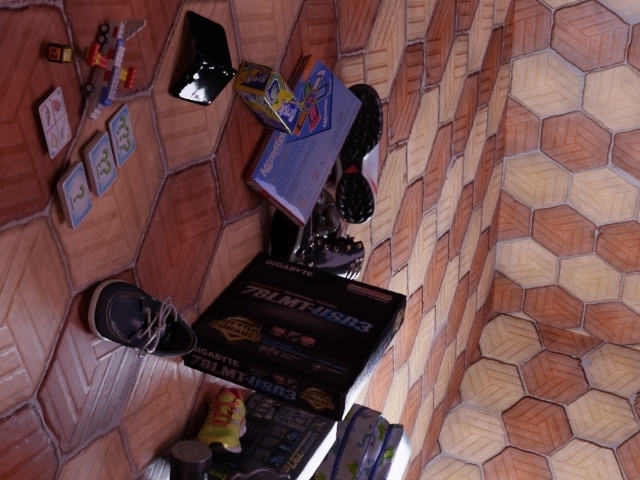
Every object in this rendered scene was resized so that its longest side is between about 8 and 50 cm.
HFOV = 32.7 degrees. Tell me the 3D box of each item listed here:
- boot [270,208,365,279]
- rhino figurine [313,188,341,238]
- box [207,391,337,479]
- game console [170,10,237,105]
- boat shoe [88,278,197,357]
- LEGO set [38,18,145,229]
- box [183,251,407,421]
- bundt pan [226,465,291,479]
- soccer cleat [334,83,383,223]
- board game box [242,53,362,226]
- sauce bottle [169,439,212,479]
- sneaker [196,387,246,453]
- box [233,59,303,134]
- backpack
[{"bbox_3d":[-0.001,0.000,2.058,0.179,0.085,0.236,-12,128,-30],"label":"boot"},{"bbox_3d":[-0.002,-0.057,2.137,0.243,0.073,0.106,74,7,-55],"label":"rhino figurine"},{"bbox_3d":[-0.095,0.392,2.058,0.232,0.183,0.059,-49,148,-54],"label":"box"},{"bbox_3d":[-0.178,-0.262,1.590,0.107,0.071,0.122,-48,165,13],"label":"game console"},{"bbox_3d":[-0.252,0.122,1.565,0.254,0.079,0.095,56,52,-66],"label":"boat shoe"},{"bbox_3d":[-0.271,-0.157,1.341,0.182,0.060,0.244,-62,157,-44],"label":"LEGO set"},{"bbox_3d":[-0.038,0.153,1.865,0.293,0.296,0.073,-50,152,-49],"label":"box"},{"bbox_3d":[-0.116,0.555,1.831,0.331,0.124,0.330,-22,124,-36],"label":"bundt pan"},{"bbox_3d":[0.075,-0.191,2.256,0.116,0.109,0.318,-84,174,-56],"label":"soccer cleat"},{"bbox_3d":[-0.028,-0.180,1.942,0.145,0.027,0.281,42,60,-31],"label":"board game box"},{"bbox_3d":[-0.234,0.507,1.858,0.111,0.111,0.344,-36,139,-62],"label":"sauce bottle"},{"bbox_3d":[-0.175,0.316,1.927,0.208,0.082,0.094,-85,178,-82],"label":"sneaker"},{"bbox_3d":[-0.084,-0.234,1.802,0.169,0.059,0.054,46,63,-68],"label":"box"},{"bbox_3d":[0.098,0.538,2.676,0.290,0.273,0.355,-59,144,-24],"label":"backpack"}]
